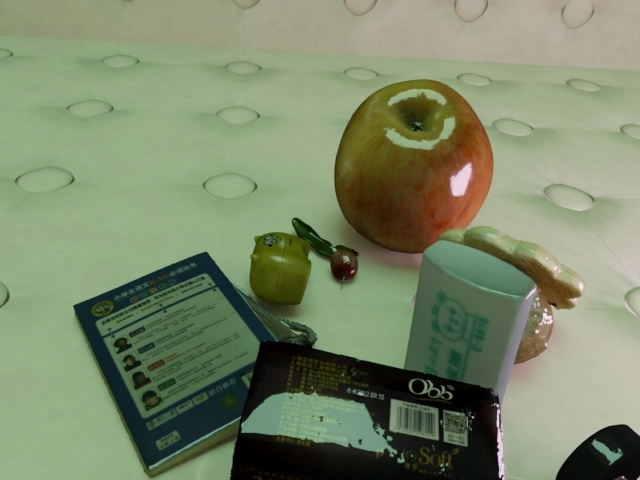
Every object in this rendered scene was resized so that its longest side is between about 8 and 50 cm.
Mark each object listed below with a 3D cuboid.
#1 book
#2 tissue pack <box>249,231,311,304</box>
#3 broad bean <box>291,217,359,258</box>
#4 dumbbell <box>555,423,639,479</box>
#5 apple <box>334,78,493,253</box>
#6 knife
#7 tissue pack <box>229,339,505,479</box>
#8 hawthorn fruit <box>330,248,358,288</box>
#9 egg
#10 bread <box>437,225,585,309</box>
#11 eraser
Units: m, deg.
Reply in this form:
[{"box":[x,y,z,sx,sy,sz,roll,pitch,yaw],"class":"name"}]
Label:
[{"box":[-0.255,0.195,1.104,0.300,0.039,0.428,-23,44,-23],"class":"book"},{"box":[-0.090,0.055,1.264,0.127,0.123,0.178,12,19,-6],"class":"tissue pack"},{"box":[-0.002,0.003,1.437,0.195,0.046,0.061,27,28,21],"class":"broad bean"},{"box":[0.466,0.390,0.847,0.152,0.152,0.218,-14,39,-26],"class":"dumbbell"},{"box":[0.217,-0.181,1.412,0.391,0.346,0.391,-6,56,8],"class":"apple"},{"box":[-0.154,0.140,1.227,0.365,0.043,0.089,29,41,33],"class":"knife"},{"box":[0.069,0.293,0.859,0.370,0.198,0.210,13,42,1],"class":"tissue pack"},{"box":[0.053,0.067,1.339,0.066,0.067,0.103,5,37,-1],"class":"hawthorn fruit"},{"box":[0.334,0.143,1.157,0.195,0.195,0.233,-25,32,-36],"class":"egg"},{"box":[0.388,0.055,1.236,0.316,0.316,0.054,22,75,23],"class":"bread"},{"box":[0.248,0.162,1.030,0.104,0.290,0.189,-26,42,-36],"class":"eraser"}]
